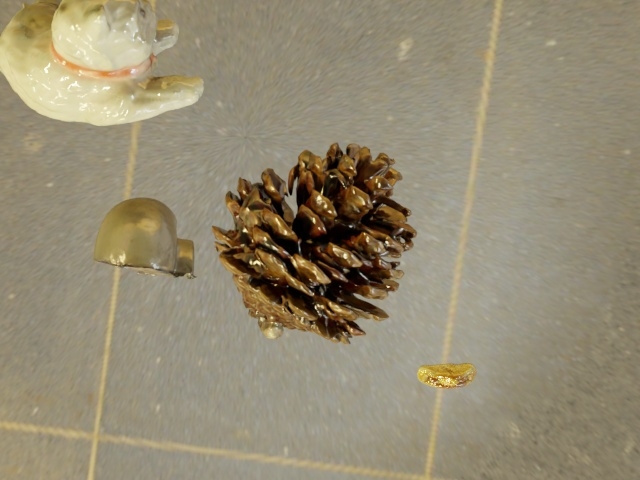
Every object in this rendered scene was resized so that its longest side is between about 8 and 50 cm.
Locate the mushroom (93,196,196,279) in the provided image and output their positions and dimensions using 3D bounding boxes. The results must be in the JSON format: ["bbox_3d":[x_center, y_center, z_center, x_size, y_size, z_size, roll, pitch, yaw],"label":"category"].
[{"bbox_3d":[-0.245,-0.002,1.806,0.141,0.188,0.117,-1,91,-9],"label":"mushroom"}]

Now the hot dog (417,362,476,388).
[{"bbox_3d":[0.190,0.205,1.939,0.090,0.034,0.030,-2,126,-5],"label":"hot dog"}]

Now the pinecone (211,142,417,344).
[{"bbox_3d":[0.000,0.000,1.028,0.173,0.173,0.173,0,95,-3],"label":"pinecone"}]

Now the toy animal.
[{"bbox_3d":[-0.339,-0.291,1.762,0.266,0.188,0.308,-26,54,9],"label":"toy animal"}]
